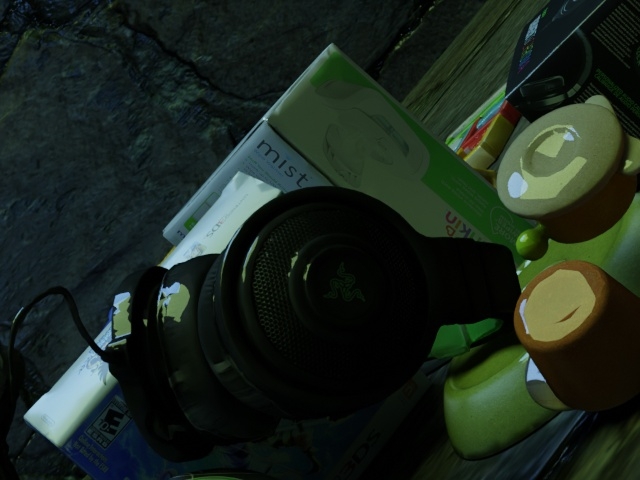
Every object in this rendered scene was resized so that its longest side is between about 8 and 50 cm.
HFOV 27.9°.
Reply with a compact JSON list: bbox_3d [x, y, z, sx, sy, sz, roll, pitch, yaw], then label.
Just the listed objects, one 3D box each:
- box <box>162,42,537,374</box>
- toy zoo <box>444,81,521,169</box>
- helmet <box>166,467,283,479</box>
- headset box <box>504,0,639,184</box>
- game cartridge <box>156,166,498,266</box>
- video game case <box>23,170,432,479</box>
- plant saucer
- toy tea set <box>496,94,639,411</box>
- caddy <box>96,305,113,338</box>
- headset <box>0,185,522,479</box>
[{"bbox_3d":[0.026,-0.002,1.155,0.127,0.262,0.231,-53,6,-38],"label":"box"},{"bbox_3d":[0.198,-0.116,1.768,0.192,0.030,0.293,-44,8,41],"label":"toy zoo"},{"bbox_3d":[-0.064,0.223,0.812,0.169,0.169,0.161,-59,-27,-60],"label":"helmet"},{"bbox_3d":[0.303,-0.206,1.063,0.283,0.131,0.246,-45,7,26],"label":"headset box"},{"bbox_3d":[0.000,0.000,1.441,0.324,0.285,0.053,-46,45,50],"label":"game cartridge"},{"bbox_3d":[-0.057,0.124,1.009,0.061,0.269,0.244,24,69,46],"label":"video game case"},{"bbox_3d":[0.163,0.049,0.909,0.241,0.037,0.241,-48,5,6],"label":"plant saucer"},{"bbox_3d":[0.232,-0.037,0.772,0.336,0.124,0.200,-45,35,2],"label":"toy tea set"},{"bbox_3d":[-0.223,0.183,1.940,0.179,0.241,0.341,-52,5,11],"label":"caddy"},{"bbox_3d":[-0.039,0.084,0.786,0.394,0.185,0.243,1,-18,-42],"label":"headset"}]
